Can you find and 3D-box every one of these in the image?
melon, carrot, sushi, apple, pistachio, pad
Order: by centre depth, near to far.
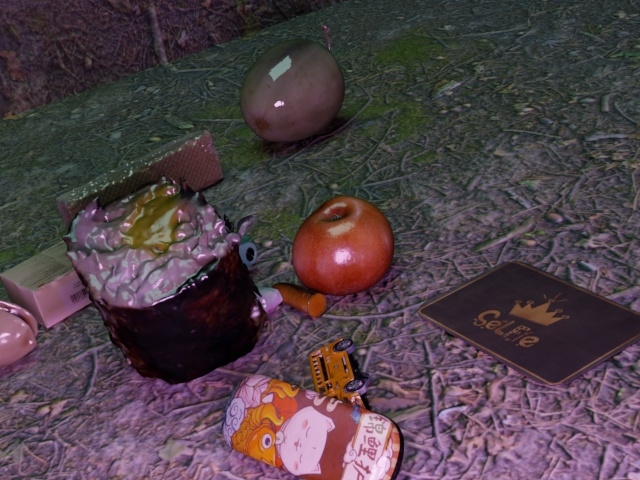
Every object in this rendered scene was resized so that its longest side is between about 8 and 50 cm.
[{"bbox_3d":[0.320,0.118,1.747,0.315,0.063,0.375,-26,28,-24],"label":"pad"},{"bbox_3d":[-0.260,0.073,1.833,0.299,0.294,0.281,32,62,31],"label":"sushi"},{"bbox_3d":[-0.045,0.104,1.981,0.048,0.048,0.139,-29,28,-28],"label":"carrot"},{"bbox_3d":[0.041,0.006,1.999,0.201,0.162,0.201,-10,25,5],"label":"apple"},{"bbox_3d":[-0.658,0.186,2.016,0.223,0.152,0.126,1,20,-11],"label":"pistachio"},{"bbox_3d":[-0.073,-0.393,2.765,0.308,0.272,0.271,-21,26,-25],"label":"melon"}]

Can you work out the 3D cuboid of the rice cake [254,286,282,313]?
[{"bbox_3d":[-0.205,0.113,2.037,0.290,0.051,0.081,3,21,35],"label":"rice cake"}]

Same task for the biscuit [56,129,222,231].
[{"bbox_3d":[-0.427,-0.131,2.542,0.426,0.144,0.078,-30,29,-31],"label":"biscuit"}]

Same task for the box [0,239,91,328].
[{"bbox_3d":[-0.539,0.078,2.227,0.212,0.095,0.168,-32,29,-31],"label":"box"}]

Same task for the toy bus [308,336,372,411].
[{"bbox_3d":[0.035,0.234,1.635,0.088,0.083,0.194,-23,22,3],"label":"toy bus"}]

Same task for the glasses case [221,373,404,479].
[{"bbox_3d":[-0.018,0.280,1.521,0.321,0.082,0.122,11,74,41],"label":"glasses case"}]

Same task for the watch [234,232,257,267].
[{"bbox_3d":[-0.245,0.034,2.146,0.195,0.068,0.237,6,13,34],"label":"watch"}]
